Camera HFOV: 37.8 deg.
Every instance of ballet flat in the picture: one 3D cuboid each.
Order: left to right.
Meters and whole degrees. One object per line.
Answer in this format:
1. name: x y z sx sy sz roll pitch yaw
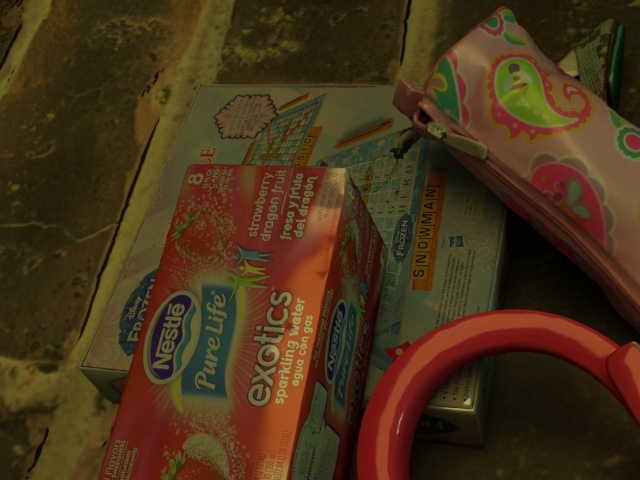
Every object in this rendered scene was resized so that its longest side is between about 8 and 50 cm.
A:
1. ballet flat: 0.226 -0.106 0.806 0.079 0.077 0.222 -3 56 19

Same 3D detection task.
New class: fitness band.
1. fitness band: 0.140 0.177 0.567 0.209 0.054 0.291 -30 63 13

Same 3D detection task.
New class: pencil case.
1. pencil case: 0.188 -0.043 0.678 0.284 0.124 0.124 44 72 12

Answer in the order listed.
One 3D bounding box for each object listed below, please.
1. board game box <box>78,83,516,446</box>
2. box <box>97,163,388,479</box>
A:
1. board game box: 0.000 0.000 0.791 0.317 0.066 0.319 4 55 19
2. box: -0.043 0.089 0.617 0.122 0.128 0.257 3 65 19
